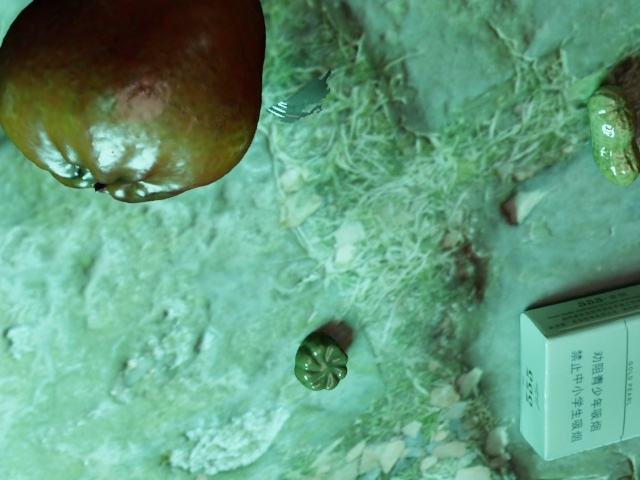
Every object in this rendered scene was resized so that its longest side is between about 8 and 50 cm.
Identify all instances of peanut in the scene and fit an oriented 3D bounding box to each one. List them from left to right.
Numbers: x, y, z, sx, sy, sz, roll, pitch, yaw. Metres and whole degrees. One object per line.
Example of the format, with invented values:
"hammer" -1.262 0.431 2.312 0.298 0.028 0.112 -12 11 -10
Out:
"peanut" 0.298 -0.105 1.736 0.054 0.054 0.113 -21 118 -12

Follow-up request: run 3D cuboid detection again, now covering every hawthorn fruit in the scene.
"hawthorn fruit" -0.143 -0.160 1.438 0.224 0.224 0.260 26 81 -32

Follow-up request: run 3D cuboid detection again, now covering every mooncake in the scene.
"mooncake" -0.008 -0.006 1.663 0.150 0.057 0.346 -37 132 -17

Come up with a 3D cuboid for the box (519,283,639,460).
"box" 0.346 0.130 1.869 0.259 0.071 0.168 -13 121 -17
